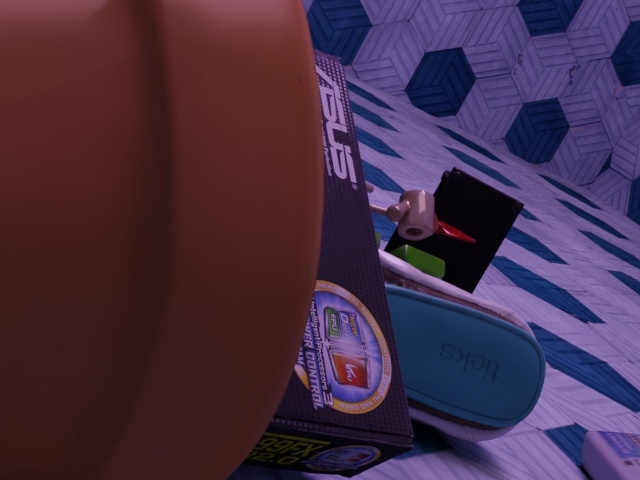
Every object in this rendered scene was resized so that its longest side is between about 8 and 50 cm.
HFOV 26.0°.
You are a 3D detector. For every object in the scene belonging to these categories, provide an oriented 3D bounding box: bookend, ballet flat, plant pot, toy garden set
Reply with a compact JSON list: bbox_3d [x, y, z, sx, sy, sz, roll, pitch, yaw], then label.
[{"bbox_3d":[0.105,0.000,1.282,0.072,0.157,0.156,27,12,-10],"label":"bookend"},{"bbox_3d":[-0.020,0.037,0.969,0.400,0.139,0.139,27,11,-28],"label":"ballet flat"},{"bbox_3d":[-0.164,-0.029,0.533,0.204,0.290,0.291,-1,28,-37],"label":"plant pot"},{"bbox_3d":[0.000,0.000,1.075,0.244,0.204,0.049,22,58,-30],"label":"toy garden set"}]

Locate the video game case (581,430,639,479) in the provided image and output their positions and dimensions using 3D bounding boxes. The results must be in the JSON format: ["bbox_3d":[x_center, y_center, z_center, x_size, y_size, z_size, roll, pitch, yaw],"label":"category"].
[{"bbox_3d":[0.376,0.215,0.996,0.300,0.036,0.329,5,11,-7],"label":"video game case"}]

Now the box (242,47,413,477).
[{"bbox_3d":[-0.064,-0.011,0.784,0.216,0.060,0.270,15,54,-38],"label":"box"}]
